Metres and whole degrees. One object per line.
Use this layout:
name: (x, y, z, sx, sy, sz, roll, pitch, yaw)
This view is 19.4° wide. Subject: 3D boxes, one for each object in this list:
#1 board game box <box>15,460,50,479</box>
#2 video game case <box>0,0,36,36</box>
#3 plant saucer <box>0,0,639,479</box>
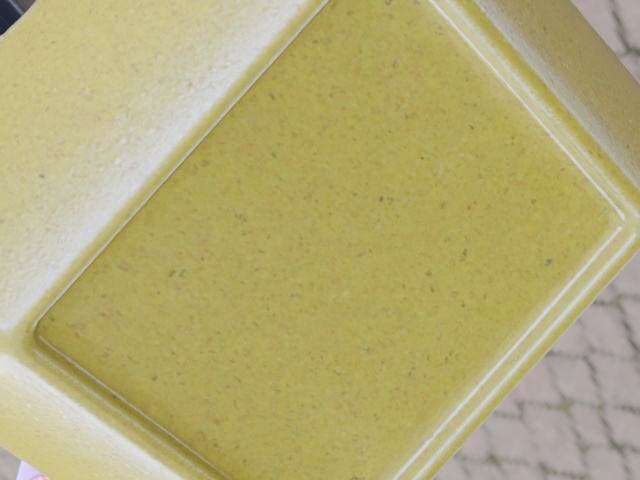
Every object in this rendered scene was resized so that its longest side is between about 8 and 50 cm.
board game box: (-0.105, 0.035, 1.125, 0.078, 0.233, 0.347, 18, 133, -3)
video game case: (-0.168, -0.198, 1.007, 0.196, 0.026, 0.274, 51, -159, -31)
plant saucer: (0.000, 0.000, 0.836, 0.333, 0.332, 0.081, 42, 179, -39)
